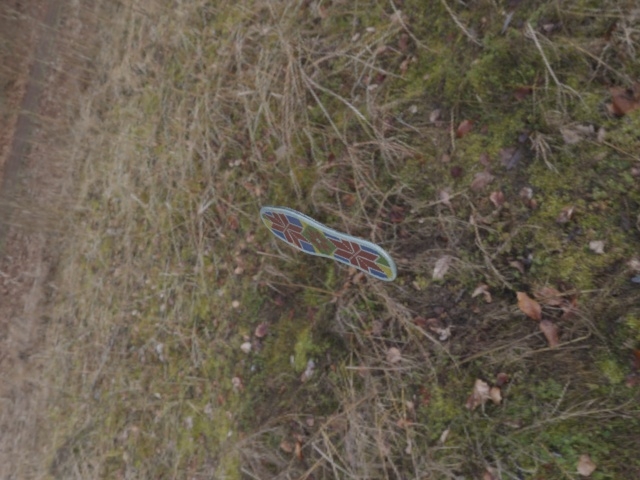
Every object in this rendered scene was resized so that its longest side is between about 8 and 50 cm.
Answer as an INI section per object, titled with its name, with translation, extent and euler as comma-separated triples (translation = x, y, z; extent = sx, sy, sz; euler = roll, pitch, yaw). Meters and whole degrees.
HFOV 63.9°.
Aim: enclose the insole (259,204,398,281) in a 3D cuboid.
[insole]
translation = 0.000, 0.000, 0.521
extent = 0.193, 0.065, 0.006
euler = 22, 59, 41
